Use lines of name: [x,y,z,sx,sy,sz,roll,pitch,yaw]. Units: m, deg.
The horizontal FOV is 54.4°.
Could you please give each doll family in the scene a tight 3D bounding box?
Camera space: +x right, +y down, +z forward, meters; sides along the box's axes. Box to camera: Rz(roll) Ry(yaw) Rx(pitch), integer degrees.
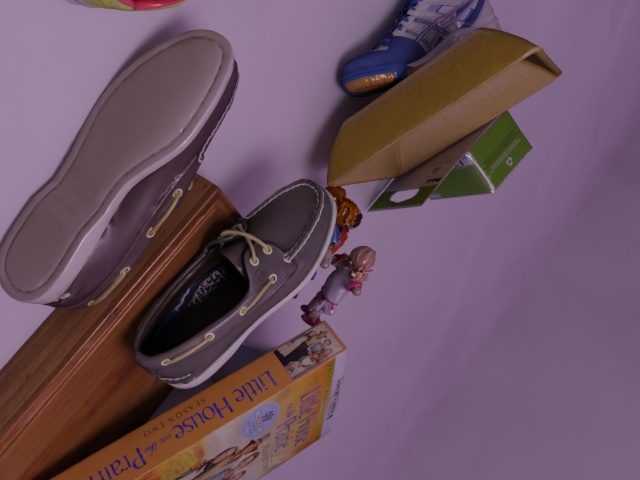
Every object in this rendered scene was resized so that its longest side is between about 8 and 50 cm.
doll family: [0.000,0.000,0.928,0.163,0.118,0.263,-51,-163,15]

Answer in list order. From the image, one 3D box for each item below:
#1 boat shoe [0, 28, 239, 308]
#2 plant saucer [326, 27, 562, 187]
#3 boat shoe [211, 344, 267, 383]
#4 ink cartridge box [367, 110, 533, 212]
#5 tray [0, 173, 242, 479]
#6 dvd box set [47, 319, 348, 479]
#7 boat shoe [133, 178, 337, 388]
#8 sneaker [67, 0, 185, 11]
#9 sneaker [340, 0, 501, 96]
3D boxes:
boat shoe: [-0.189,-0.067,0.639,0.324,0.117,0.097,-54,155,-2]
plant saucer: [0.184,-0.205,0.953,0.333,0.081,0.333,-31,175,26]
boat shoe: [-0.109,0.246,1.049,0.105,0.113,0.306,-48,163,6]
ink cartridge box: [0.232,-0.113,1.147,0.255,0.189,0.097,-48,109,-19]
tray: [-0.237,0.127,0.778,0.411,0.076,0.203,-52,150,-13]
dvd box set: [-0.158,0.303,0.865,0.420,0.062,0.307,-27,150,-24]
boat shoe: [-0.094,0.040,0.733,0.305,0.109,0.091,-49,154,-10]
sneaker: [-0.131,-0.253,0.572,0.208,0.094,0.081,-40,144,-32]
sneaker: [0.140,-0.313,0.946,0.296,0.112,0.131,-27,103,-26]
